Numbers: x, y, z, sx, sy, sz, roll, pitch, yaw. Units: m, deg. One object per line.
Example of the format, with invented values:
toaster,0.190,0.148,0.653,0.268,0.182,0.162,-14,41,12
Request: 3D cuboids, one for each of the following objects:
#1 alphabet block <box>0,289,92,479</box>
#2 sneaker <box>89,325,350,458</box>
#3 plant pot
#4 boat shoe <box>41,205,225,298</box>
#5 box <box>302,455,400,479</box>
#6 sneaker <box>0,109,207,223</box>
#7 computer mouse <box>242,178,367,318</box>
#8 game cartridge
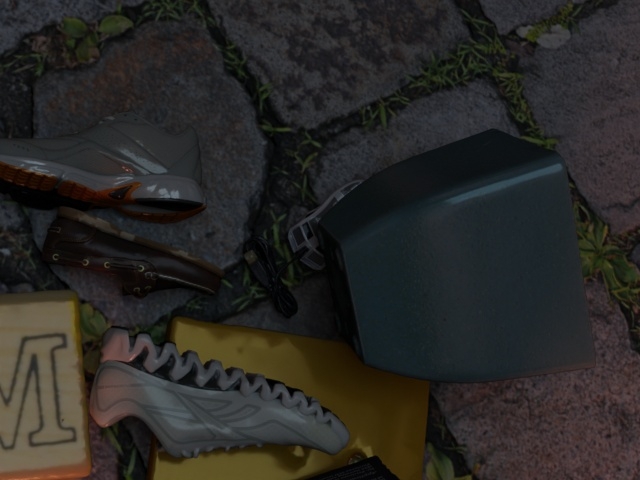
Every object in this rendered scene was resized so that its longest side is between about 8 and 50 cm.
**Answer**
alphabet block,-0.353,0.161,1.349,0.197,0.192,0.193,-3,81,-18
sneaker,-0.113,0.190,1.429,0.292,0.110,0.118,19,81,-3
plant pot,0.138,0.031,1.494,0.252,0.247,0.247,-14,104,-9
boat shoe,-0.215,0.030,1.489,0.207,0.073,0.073,19,74,-6
box,-0.033,0.386,1.299,0.343,0.312,0.178,-17,99,-12
sneaker,-0.259,-0.098,1.497,0.262,0.099,0.121,9,68,-24
computer mouse,0.000,0.000,1.583,0.193,0.042,0.106,-37,87,-16
game cartridge,-0.037,0.251,1.513,0.324,0.053,0.285,10,75,-14
